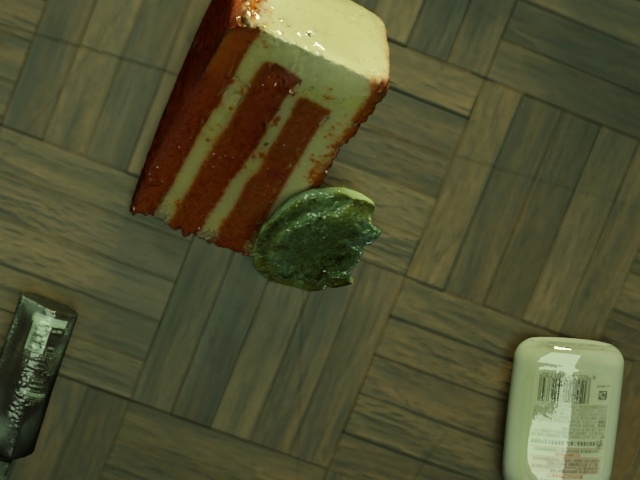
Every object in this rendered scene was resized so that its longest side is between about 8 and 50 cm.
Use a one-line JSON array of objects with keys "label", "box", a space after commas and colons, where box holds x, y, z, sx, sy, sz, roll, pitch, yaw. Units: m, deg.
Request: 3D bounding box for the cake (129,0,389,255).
[{"label": "cake", "box": [-0.050, -0.102, 1.588, 0.158, 0.159, 0.262, 22, 98, -12]}]

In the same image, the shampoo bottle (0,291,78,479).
[{"label": "shampoo bottle", "box": [-0.281, 0.153, 1.654, 0.057, 0.063, 0.207, 20, 97, 2]}]

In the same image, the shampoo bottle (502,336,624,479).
[{"label": "shampoo bottle", "box": [0.226, 0.204, 1.724, 0.108, 0.051, 0.221, 4, 99, -8]}]

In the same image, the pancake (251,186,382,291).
[{"label": "pancake", "box": [-0.005, 0.001, 1.643, 0.116, 0.022, 0.129, 8, 133, -23]}]
